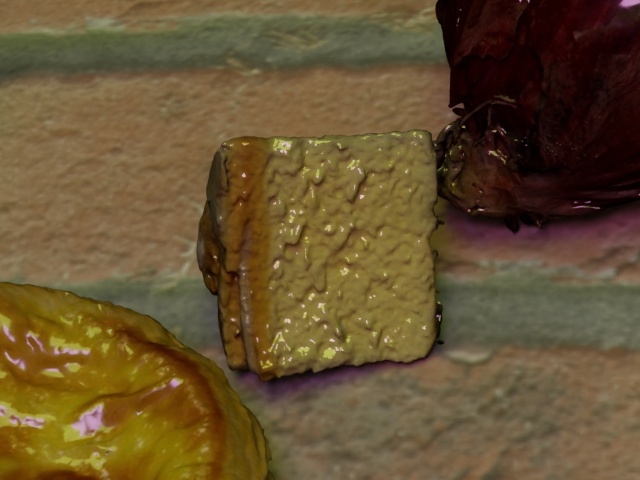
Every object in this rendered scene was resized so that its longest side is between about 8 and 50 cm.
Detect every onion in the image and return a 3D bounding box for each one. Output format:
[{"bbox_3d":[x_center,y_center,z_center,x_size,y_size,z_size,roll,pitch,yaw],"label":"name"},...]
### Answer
[{"bbox_3d":[0.179,-0.153,1.024,0.221,0.281,0.281,26,46,-26],"label":"onion"}]

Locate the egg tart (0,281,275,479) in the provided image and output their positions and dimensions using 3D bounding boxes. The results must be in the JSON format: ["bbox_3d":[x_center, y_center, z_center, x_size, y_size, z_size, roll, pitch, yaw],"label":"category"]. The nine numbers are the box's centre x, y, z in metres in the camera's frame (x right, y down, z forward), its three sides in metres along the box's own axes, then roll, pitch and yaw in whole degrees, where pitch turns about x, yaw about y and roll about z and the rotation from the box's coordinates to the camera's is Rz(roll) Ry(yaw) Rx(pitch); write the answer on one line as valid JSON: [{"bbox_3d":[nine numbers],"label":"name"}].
[{"bbox_3d":[-0.170,0.141,0.876,0.295,0.116,0.295,6,35,-4],"label":"egg tart"}]

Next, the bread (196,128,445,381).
[{"bbox_3d":[0.000,0.000,0.971,0.147,0.152,0.127,-7,51,-8],"label":"bread"}]
